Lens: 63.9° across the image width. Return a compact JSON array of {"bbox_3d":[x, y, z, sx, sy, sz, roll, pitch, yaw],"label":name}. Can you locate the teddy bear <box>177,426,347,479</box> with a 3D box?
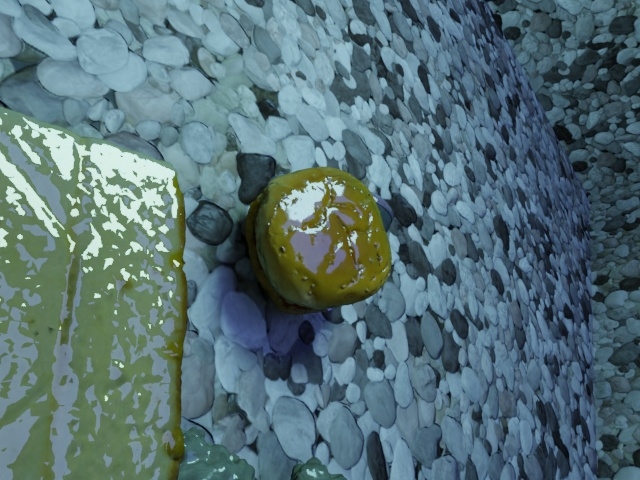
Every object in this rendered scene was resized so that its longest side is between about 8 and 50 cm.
[{"bbox_3d":[-0.094,0.375,0.576,0.367,0.224,0.357,51,42,1],"label":"teddy bear"}]

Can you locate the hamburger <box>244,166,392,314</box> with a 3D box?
[{"bbox_3d":[0.000,0.000,0.801,0.244,0.163,0.244,9,69,-24],"label":"hamburger"}]

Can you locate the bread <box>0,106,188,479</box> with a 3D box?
[{"bbox_3d":[-0.260,0.077,0.417,0.207,0.279,0.279,14,61,-44],"label":"bread"}]

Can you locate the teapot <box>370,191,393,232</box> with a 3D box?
[{"bbox_3d":[0.058,-0.022,0.959,0.148,0.116,0.146,40,59,-38],"label":"teapot"}]
